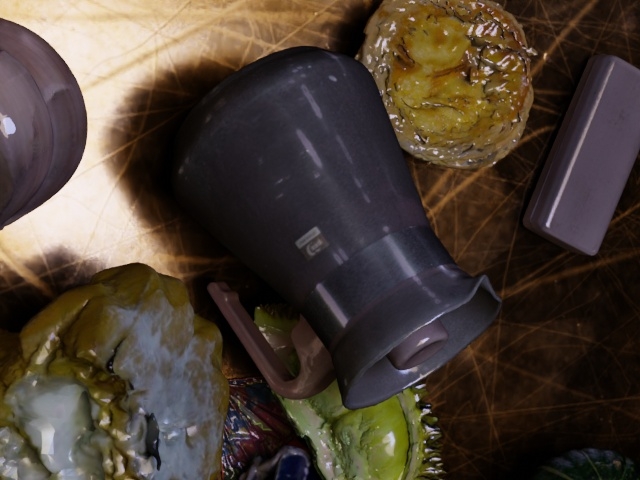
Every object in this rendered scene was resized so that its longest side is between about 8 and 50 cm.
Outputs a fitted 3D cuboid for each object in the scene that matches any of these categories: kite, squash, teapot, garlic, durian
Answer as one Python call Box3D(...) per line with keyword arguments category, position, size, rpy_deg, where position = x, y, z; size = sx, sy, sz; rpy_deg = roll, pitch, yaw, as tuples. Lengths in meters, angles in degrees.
Box3D(category="kite", position=(-0.051, 0.217, 1.860), size=(0.189, 0.009, 0.232), rpy_deg=(43, 76, -22))
Box3D(category="squash", position=(0.338, 0.361, 1.957), size=(0.218, 0.218, 0.172), rpy_deg=(-22, 144, -22))
Box3D(category="teapot", position=(0.000, 0.000, 1.687), size=(0.253, 0.300, 0.344), rpy_deg=(-4, 54, -54))
Box3D(category="garlic", position=(-0.371, -0.120, 1.632), size=(0.238, 0.210, 0.291), rpy_deg=(0, 100, 9))
Box3D(category="durian", position=(0.045, 0.222, 1.801), size=(0.169, 0.158, 0.351), rpy_deg=(-21, 76, -17))

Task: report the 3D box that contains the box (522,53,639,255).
Box3D(category="box", position=(0.345, -0.108, 1.995), size=(0.103, 0.055, 0.243), rpy_deg=(26, 83, -25))

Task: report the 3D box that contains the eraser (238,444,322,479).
Box3D(category="eraser", position=(0.038, 0.381, 1.837), size=(0.332, 0.102, 0.155), rpy_deg=(37, 49, -25))

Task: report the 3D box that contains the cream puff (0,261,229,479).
Box3D(category="cream puff", position=(-0.242, 0.184, 1.668), size=(0.274, 0.270, 0.323), rpy_deg=(-16, 104, -58))

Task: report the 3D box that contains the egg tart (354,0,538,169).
Box3D(category="egg tart", position=(0.139, -0.188, 1.874), size=(0.252, 0.098, 0.231), rpy_deg=(-22, 97, -26))
